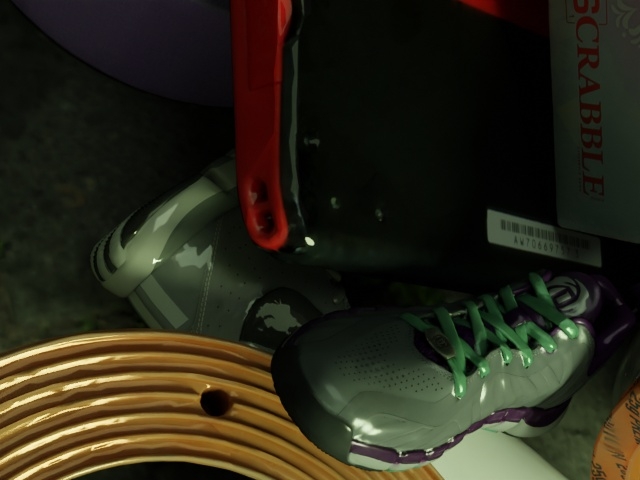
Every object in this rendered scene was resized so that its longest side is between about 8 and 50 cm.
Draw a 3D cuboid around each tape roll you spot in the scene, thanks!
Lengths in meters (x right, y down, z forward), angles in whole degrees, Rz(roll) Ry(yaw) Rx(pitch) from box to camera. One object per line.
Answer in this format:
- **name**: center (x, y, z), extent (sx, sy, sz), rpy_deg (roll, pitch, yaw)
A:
- **tape roll**: center (-0.065, -0.218, 0.673), extent (0.275, 0.090, 0.275), rpy_deg (12, 60, -22)

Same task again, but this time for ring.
- **ring**: center (-0.057, 0.195, 0.447), extent (0.336, 0.032, 0.336), rpy_deg (11, 61, -21)

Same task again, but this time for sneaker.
- **sneaker**: center (0.000, 0.000, 0.610), extent (0.229, 0.086, 0.132), rpy_deg (-37, 94, -30)
- **sneaker**: center (0.072, 0.043, 0.537), extent (0.224, 0.098, 0.083), rpy_deg (1, 47, -53)

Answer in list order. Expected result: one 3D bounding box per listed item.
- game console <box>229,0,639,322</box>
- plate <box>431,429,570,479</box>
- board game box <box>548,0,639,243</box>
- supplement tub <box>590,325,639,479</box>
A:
- **game console**: center (0.101, -0.132, 0.657), extent (0.386, 0.060, 0.342), rpy_deg (10, 75, -42)
- **plate**: center (0.072, 0.232, 0.542), extent (0.278, 0.045, 0.277), rpy_deg (39, 52, -5)
- **board game box**: center (0.250, -0.193, 0.628), extent (0.318, 0.066, 0.318), rpy_deg (-20, 113, -34)
- **supplement tub**: center (0.283, 0.075, 0.620), extent (0.316, 0.193, 0.193), rpy_deg (-29, 81, -46)
